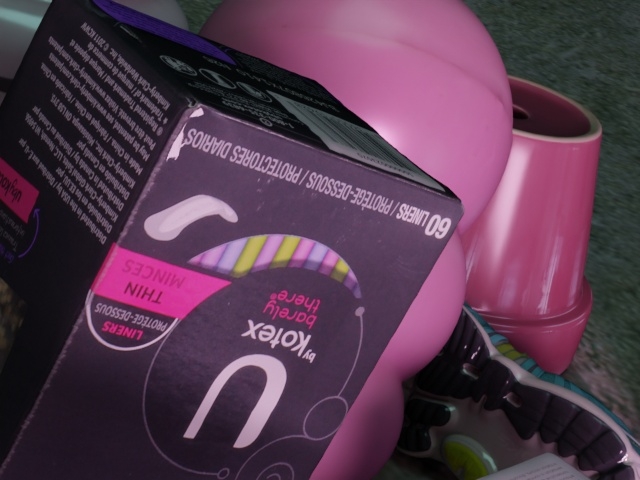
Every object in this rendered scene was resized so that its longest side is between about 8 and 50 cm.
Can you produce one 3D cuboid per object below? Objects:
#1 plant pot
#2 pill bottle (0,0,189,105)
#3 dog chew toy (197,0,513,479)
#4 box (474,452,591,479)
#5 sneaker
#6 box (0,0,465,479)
[{"bbox_3d":[0.117,-0.019,1.123,0.201,0.180,0.201,13,24,-6],"label":"plant pot"},{"bbox_3d":[-0.174,-0.071,0.896,0.176,0.318,0.176,13,23,-6],"label":"pill bottle"},{"bbox_3d":[0.000,0.000,0.912,0.207,0.206,0.331,13,69,-5],"label":"dog chew toy"},{"bbox_3d":[0.124,0.203,0.710,0.091,0.130,0.170,-10,35,-45],"label":"box"},{"bbox_3d":[0.110,0.109,0.980,0.275,0.107,0.110,40,14,36],"label":"sneaker"},{"bbox_3d":[-0.087,0.047,0.717,0.165,0.270,0.143,17,18,-39],"label":"box"}]
